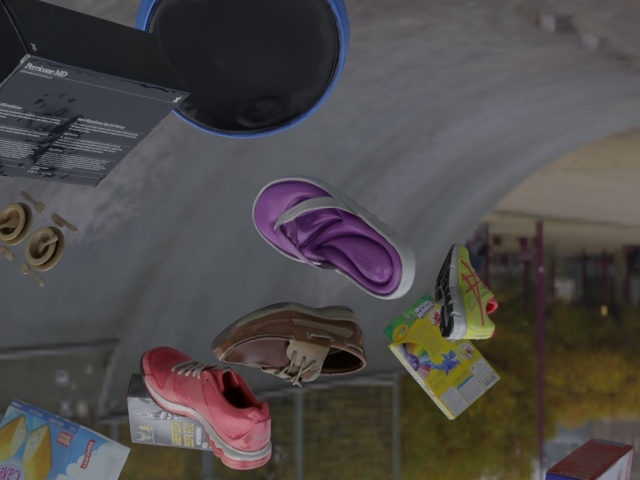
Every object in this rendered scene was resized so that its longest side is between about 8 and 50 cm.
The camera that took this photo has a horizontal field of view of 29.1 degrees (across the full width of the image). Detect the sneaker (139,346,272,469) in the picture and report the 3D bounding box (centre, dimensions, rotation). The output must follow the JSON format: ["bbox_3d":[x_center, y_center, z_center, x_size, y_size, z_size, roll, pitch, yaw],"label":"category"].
[{"bbox_3d":[-0.187,0.252,2.120,0.314,0.136,0.116,35,-143,31],"label":"sneaker"}]

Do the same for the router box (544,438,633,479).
[{"bbox_3d":[0.449,0.536,2.119,0.082,0.335,0.301,8,-174,26],"label":"router box"}]

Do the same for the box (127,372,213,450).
[{"bbox_3d":[-0.288,0.346,2.459,0.183,0.056,0.231,7,148,-3],"label":"box"}]

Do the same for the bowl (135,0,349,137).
[{"bbox_3d":[-0.141,-0.361,2.229,0.391,0.391,0.077,0,-148,-5],"label":"bowl"}]

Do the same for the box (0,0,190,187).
[{"bbox_3d":[-0.303,-0.162,1.375,0.184,0.103,0.261,-38,159,24],"label":"box"}]

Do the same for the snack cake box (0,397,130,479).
[{"bbox_3d":[-0.389,0.327,1.753,0.089,0.152,0.264,32,164,-31],"label":"snack cake box"}]

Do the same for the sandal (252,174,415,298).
[{"bbox_3d":[0.002,-0.015,2.280,0.416,0.169,0.102,23,-160,40],"label":"sandal"}]

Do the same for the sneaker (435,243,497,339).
[{"bbox_3d":[0.245,0.091,2.041,0.094,0.208,0.081,11,134,-8],"label":"sneaker"}]

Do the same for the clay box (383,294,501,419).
[{"bbox_3d":[0.234,0.228,2.429,0.127,0.222,0.053,-39,175,-12],"label":"clay box"}]

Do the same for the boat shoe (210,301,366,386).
[{"bbox_3d":[-0.038,0.180,2.075,0.324,0.116,0.123,-1,145,-43],"label":"boat shoe"}]

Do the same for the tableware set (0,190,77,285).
[{"bbox_3d":[-0.554,-0.011,2.314,0.194,0.128,0.039,32,180,36],"label":"tableware set"}]
